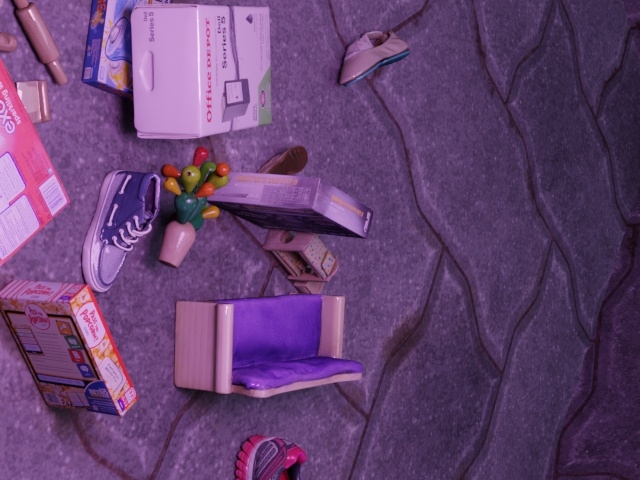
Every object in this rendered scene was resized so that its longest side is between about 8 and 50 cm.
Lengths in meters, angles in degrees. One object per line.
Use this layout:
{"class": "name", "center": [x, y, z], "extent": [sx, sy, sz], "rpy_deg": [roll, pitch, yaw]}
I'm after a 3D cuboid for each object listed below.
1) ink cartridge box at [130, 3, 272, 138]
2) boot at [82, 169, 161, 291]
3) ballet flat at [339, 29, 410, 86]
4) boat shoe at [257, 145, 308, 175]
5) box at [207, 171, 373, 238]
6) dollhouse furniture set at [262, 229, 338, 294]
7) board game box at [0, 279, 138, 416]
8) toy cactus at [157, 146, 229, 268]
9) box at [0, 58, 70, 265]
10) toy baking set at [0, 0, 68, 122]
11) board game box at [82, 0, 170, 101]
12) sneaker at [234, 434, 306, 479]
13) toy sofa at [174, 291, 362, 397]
{"class": "ink cartridge box", "center": [-0.179, -0.269, 1.791], "extent": [0.273, 0.114, 0.198], "rpy_deg": [-27, 119, -67]}
{"class": "boot", "center": [-0.294, -0.015, 1.701], "extent": [0.069, 0.086, 0.190], "rpy_deg": [24, 71, -56]}
{"class": "ballet flat", "center": [0.096, -0.378, 2.320], "extent": [0.248, 0.086, 0.086], "rpy_deg": [-35, 120, -53]}
{"class": "boat shoe", "center": [-0.074, -0.135, 2.080], "extent": [0.135, 0.045, 0.050], "rpy_deg": [-37, 114, -46]}
{"class": "box", "center": [-0.054, -0.061, 1.944], "extent": [0.183, 0.231, 0.056], "rpy_deg": [27, 72, -54]}
{"class": "dollhouse furniture set", "center": [0.000, 0.000, 2.150], "extent": [0.182, 0.101, 0.161], "rpy_deg": [52, 50, -45]}
{"class": "board game box", "center": [-0.349, 0.148, 1.568], "extent": [0.045, 0.146, 0.194], "rpy_deg": [-49, 131, -45]}
{"class": "toy cactus", "center": [-0.213, -0.049, 1.776], "extent": [0.219, 0.112, 0.181], "rpy_deg": [135, -24, -73]}
{"class": "box", "center": [-0.456, -0.127, 1.388], "extent": [0.154, 0.142, 0.300], "rpy_deg": [-53, 133, -42]}
{"class": "toy baking set", "center": [-0.433, -0.253, 1.523], "extent": [0.197, 0.030, 0.256], "rpy_deg": [-51, 132, -43]}
{"class": "board game box", "center": [-0.292, -0.321, 1.736], "extent": [0.136, 0.035, 0.201], "rpy_deg": [15, 79, -57]}
{"class": "sneaker", "center": [-0.091, 0.501, 2.025], "extent": [0.121, 0.112, 0.299], "rpy_deg": [-2, 94, -57]}
{"class": "toy sofa", "center": [-0.076, 0.172, 1.972], "extent": [0.362, 0.177, 0.150], "rpy_deg": [0, 92, -57]}
